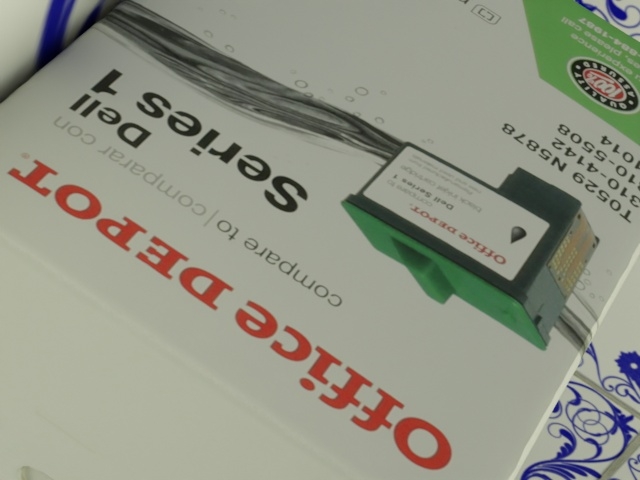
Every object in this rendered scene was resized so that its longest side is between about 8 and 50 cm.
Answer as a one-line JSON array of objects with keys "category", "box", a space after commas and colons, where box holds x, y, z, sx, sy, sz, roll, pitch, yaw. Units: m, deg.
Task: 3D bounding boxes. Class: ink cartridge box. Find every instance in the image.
[{"category": "ink cartridge box", "box": [0.000, 0.000, 0.485, 0.219, 0.160, 0.093, -52, 173, -47]}]
